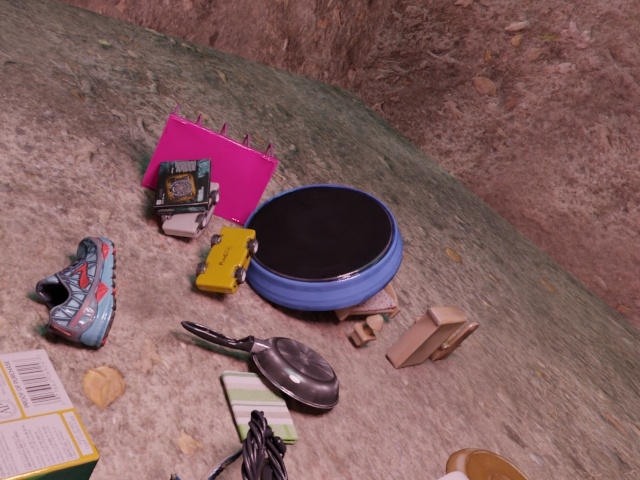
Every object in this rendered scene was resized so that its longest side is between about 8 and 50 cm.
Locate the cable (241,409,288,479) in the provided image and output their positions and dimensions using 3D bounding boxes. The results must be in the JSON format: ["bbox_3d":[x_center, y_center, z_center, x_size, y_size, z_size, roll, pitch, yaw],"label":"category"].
[{"bbox_3d":[-0.079,0.340,0.958,0.047,0.150,0.184,-9,25,7],"label":"cable"}]

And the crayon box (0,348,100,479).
[{"bbox_3d":[-0.463,0.244,0.776,0.323,0.083,0.203,2,36,-48],"label":"crayon box"}]

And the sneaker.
[{"bbox_3d":[-0.427,0.069,1.136,0.125,0.104,0.262,14,28,-28],"label":"sneaker"}]

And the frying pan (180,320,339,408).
[{"bbox_3d":[-0.095,0.214,1.266,0.326,0.053,0.197,34,12,6],"label":"frying pan"}]

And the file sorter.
[{"bbox_3d":[-0.289,-0.209,1.726,0.291,0.202,0.182,22,22,-17],"label":"file sorter"}]

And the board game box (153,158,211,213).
[{"bbox_3d":[-0.326,-0.132,1.550,0.126,0.026,0.186,-4,41,-3],"label":"board game box"}]

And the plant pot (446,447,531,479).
[{"bbox_3d":[0.355,0.494,1.267,0.236,0.032,0.236,24,24,-11],"label":"plant pot"}]

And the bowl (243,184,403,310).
[{"bbox_3d":[0.000,0.000,1.541,0.391,0.077,0.391,-2,41,2],"label":"bowl"}]

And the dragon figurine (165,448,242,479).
[{"bbox_3d":[-0.173,0.383,0.823,0.144,0.085,0.289,40,26,21],"label":"dragon figurine"}]

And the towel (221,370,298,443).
[{"bbox_3d":[-0.111,0.296,1.152,0.113,0.023,0.152,11,32,-31],"label":"towel"}]

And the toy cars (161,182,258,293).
[{"bbox_3d":[-0.252,0.000,1.485,0.177,0.087,0.393,-21,45,-21],"label":"toy cars"}]

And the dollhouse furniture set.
[{"bbox_3d":[0.182,0.111,1.584,0.303,0.174,0.355,4,44,-46],"label":"dollhouse furniture set"}]

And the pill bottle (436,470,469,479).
[{"bbox_3d":[0.248,0.495,1.021,0.131,0.131,0.229,4,35,-45],"label":"pill bottle"}]
